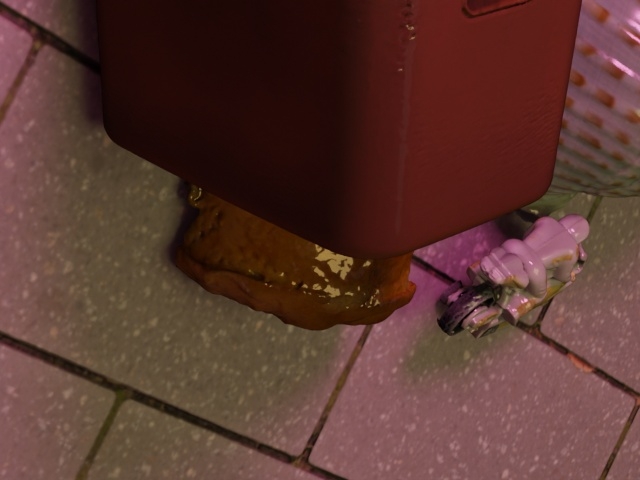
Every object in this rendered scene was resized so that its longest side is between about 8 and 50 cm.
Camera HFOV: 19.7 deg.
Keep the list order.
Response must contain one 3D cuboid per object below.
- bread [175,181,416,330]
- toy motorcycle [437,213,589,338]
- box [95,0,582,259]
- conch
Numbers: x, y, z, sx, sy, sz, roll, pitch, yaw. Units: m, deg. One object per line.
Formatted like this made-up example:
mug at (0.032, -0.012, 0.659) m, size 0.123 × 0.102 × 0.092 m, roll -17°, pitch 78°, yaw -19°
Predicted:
bread at (0.000, 0.000, 1.564) m, size 0.229 × 0.139 × 0.143 m, roll 0°, pitch 106°, yaw -43°
toy motorcycle at (0.198, 0.032, 1.790) m, size 0.151 × 0.074 × 0.229 m, roll -47°, pitch 161°, yaw 24°
box at (0.005, -0.159, 1.355) m, size 0.239 × 0.339 × 0.229 m, roll -20°, pitch 123°, yaw -39°
conch at (0.301, -0.158, 1.758) m, size 0.303 × 0.215 × 0.319 m, roll 33°, pitch 82°, yaw -37°
